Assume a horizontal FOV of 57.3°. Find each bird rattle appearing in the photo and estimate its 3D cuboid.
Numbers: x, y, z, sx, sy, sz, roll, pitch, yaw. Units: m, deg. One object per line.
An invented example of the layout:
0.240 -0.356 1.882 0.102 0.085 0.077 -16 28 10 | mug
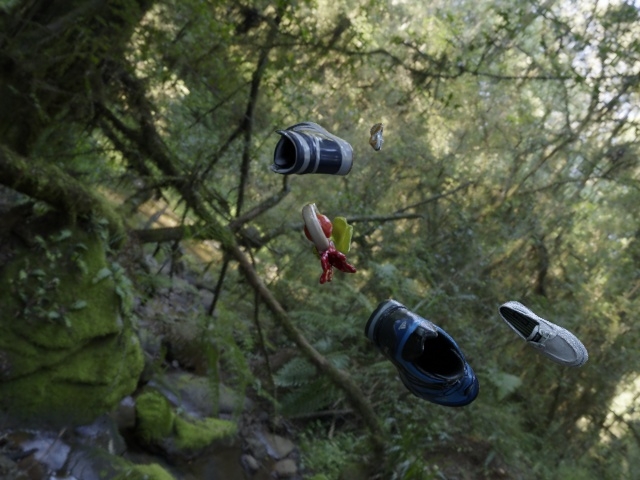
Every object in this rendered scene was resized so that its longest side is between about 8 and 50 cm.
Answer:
0.000 0.000 1.627 0.206 0.143 0.253 60 17 -16 | bird rattle

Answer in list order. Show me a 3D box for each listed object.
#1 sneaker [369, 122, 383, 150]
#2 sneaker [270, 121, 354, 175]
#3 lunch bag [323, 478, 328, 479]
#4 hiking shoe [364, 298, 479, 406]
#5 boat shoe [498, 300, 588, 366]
0.140 -0.254 1.446 0.032 0.083 0.037 -7 -41 32 | sneaker
-0.061 -0.207 1.295 0.153 0.099 0.282 -3 20 -30 | sneaker
0.016 0.566 1.285 0.071 0.053 0.083 42 6 23 | lunch bag
0.198 0.222 1.002 0.304 0.113 0.132 40 -8 -34 | hiking shoe
0.518 0.228 1.396 0.226 0.083 0.076 34 20 35 | boat shoe
